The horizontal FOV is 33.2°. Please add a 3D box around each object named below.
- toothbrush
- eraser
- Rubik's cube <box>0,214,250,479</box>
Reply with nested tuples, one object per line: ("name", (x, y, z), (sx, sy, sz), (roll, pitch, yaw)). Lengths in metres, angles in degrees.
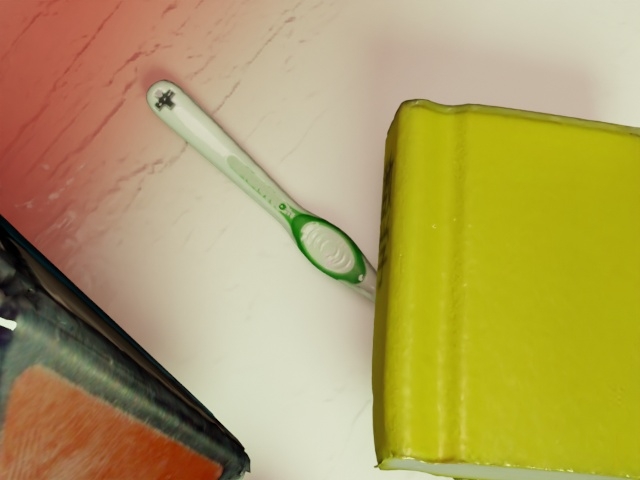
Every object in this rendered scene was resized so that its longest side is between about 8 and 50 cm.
("toothbrush", (0.000, -0.001, 0.671), (0.304, 0.030, 0.030), (43, 81, 10))
("eraser", (0.112, 0.031, 0.618), (0.158, 0.069, 0.226), (7, 68, -4))
("Rubik's cube", (-0.259, 0.088, 0.498), (0.310, 0.307, 0.305), (36, 82, 23))
